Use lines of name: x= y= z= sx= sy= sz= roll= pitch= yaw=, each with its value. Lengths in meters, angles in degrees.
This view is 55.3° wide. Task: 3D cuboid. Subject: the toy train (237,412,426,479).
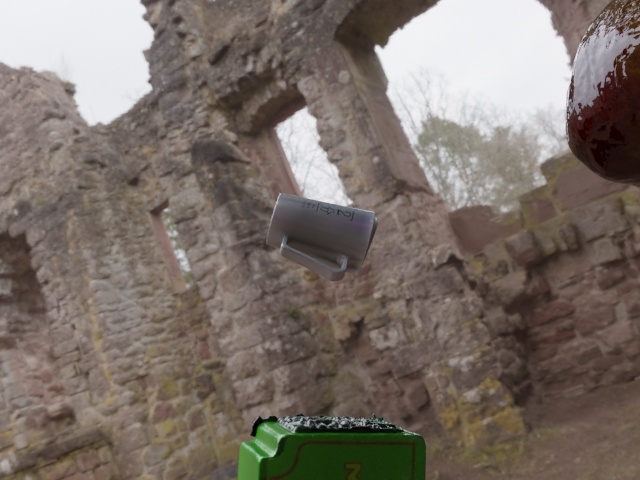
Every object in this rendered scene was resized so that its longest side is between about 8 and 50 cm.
toy train: x=0.010 y=0.308 z=0.731 sx=0.244 sy=0.187 sz=0.132 roll=5 pitch=-10 yaw=-19

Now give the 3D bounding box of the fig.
fig: x=0.309 y=-0.171 z=0.574 sx=0.191 sy=0.290 sz=0.190 roll=-4 pitch=-40 yaw=-3

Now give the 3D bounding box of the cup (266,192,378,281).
cup: x=0.000 y=0.000 z=0.679 sx=0.116 sy=0.104 sz=0.074 roll=15 pitch=-47 yaw=-3
